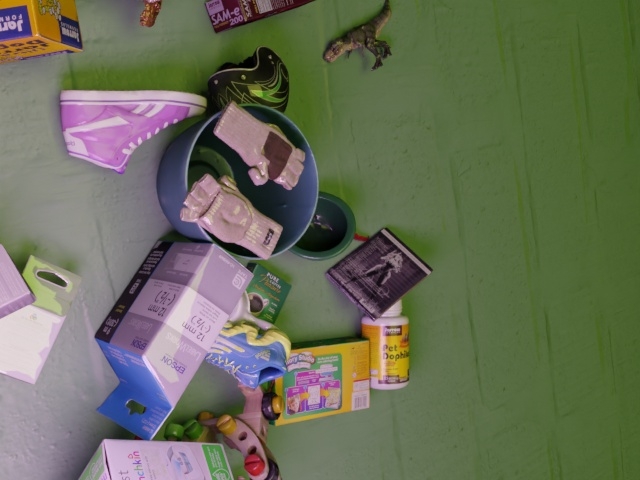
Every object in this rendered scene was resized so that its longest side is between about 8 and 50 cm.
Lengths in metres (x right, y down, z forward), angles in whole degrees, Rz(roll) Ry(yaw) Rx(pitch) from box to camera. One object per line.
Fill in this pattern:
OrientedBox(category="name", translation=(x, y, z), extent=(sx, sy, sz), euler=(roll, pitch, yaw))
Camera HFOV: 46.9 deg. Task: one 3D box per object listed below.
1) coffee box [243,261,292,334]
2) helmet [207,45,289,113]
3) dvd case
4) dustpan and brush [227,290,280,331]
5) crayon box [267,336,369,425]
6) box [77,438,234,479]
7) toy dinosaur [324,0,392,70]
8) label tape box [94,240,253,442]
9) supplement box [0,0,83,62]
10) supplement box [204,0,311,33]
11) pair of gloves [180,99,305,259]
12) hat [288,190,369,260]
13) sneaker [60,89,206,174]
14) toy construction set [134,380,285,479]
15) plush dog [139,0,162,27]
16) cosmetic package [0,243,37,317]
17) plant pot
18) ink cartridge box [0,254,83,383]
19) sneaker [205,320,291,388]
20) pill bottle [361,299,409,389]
OrientedBox(category="coffee box", translation=(-0.147, 0.153, 1.624), extent=(0.113, 0.040, 0.184), euler=(34, 72, -32))
OrientedBox(category="helmet", translation=(-0.149, -0.309, 1.540), extent=(0.169, 0.169, 0.161), euler=(44, 49, -29))
OrientedBox(category="dvd case", translation=(0.145, 0.078, 1.796), extent=(0.221, 0.018, 0.164), euler=(-36, 70, -30))
OrientedBox(category="dustpan and brush", translation=(-0.182, 0.148, 1.551), extent=(0.211, 0.060, 0.147), euler=(24, 81, 9))
OrientedBox(category="crayon box", translation=(-0.014, 0.318, 1.703), extent=(0.279, 0.081, 0.165), euler=(-1, 91, -37))
OrientedBox(category="box", translation=(-0.308, 0.473, 1.265), extent=(0.231, 0.126, 0.262), euler=(14, 123, -36))
OrientedBox(category="toy dinosaur", translation=(0.124, -0.488, 1.809), extent=(0.268, 0.064, 0.118), euler=(-44, 109, -31))
OrientedBox(category="label tape box", translation=(-0.306, 0.169, 1.371), extent=(0.115, 0.249, 0.347), euler=(43, 68, -29))
OrientedBox(category="supplement box", translation=(-0.534, -0.476, 1.178), extent=(0.194, 0.195, 0.356), euler=(-9, 97, 4))
OrientedBox(category="supplement box", translation=(-0.111, -0.519, 1.584), extent=(0.239, 0.130, 0.073), euler=(-28, 108, -32))
OrientedBox(category="pair of gloves", translation=(-0.134, -0.108, 1.337), extent=(0.204, 0.042, 0.240), euler=(27, 77, -38))
OrientedBox(category="hat", translation=(0.000, 0.000, 1.745), extent=(0.209, 0.183, 0.172), euler=(17, 68, 6))
OrientedBox(category="sneaker", translation=(-0.355, -0.211, 1.433), extent=(0.282, 0.102, 0.160), euler=(-7, 99, -26))
OrientedBox(category="toy construction set", translation=(-0.214, 0.374, 1.494), extent=(0.309, 0.257, 0.237), euler=(34, 47, -30))
OrientedBox(category="plush dog", translation=(-0.371, -0.533, 1.349), extent=(0.226, 0.262, 0.210), euler=(21, 102, -30))
OrientedBox(category="cosmetic package", translation=(-0.597, 0.108, 1.191), extent=(0.238, 0.127, 0.107), euler=(-32, 90, -18))
OrientedBox(category="plant pot", translation=(-0.189, -0.112, 1.466), extent=(0.293, 0.235, 0.292), euler=(-1, 92, -37))
OrientedBox(category="ink cartridge box", translation=(-0.526, 0.140, 1.325), extent=(0.109, 0.062, 0.209), euler=(31, 72, -33))
OrientedBox(category="sneaker", translation=(-0.172, 0.229, 1.483), extent=(0.240, 0.126, 0.091), euler=(3, 127, -13))
OrientedBox(category="pill bottle", translation=(0.159, 0.250, 1.810), extent=(0.117, 0.117, 0.214), euler=(-2, 92, -37))
